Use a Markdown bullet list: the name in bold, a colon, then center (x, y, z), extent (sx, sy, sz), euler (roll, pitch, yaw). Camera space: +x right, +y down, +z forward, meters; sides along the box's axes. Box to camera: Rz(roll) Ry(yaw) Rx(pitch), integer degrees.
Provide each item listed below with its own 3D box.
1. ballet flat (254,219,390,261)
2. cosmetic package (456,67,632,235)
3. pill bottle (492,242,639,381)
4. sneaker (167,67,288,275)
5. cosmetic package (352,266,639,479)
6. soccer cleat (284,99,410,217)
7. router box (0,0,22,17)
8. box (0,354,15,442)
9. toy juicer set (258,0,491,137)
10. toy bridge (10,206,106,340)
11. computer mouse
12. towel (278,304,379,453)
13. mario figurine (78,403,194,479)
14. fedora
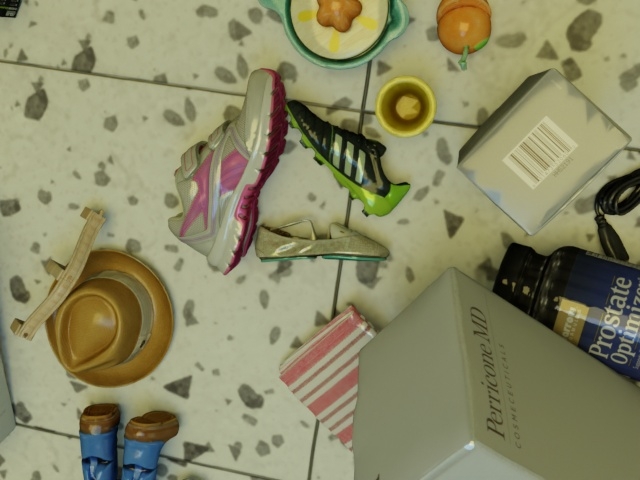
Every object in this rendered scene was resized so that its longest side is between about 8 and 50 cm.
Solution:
- **ballet flat**: center (0.000, 0.000, 0.919), extent (0.168, 0.057, 0.052), euler (-1, 90, 10)
- **cosmetic package**: center (0.215, -0.097, 0.771), extent (0.107, 0.238, 0.127), euler (43, 107, 3)
- **pill bottle**: center (0.305, 0.077, 0.832), extent (0.219, 0.123, 0.122), euler (17, 103, 21)
- **sneaker**: center (-0.116, -0.089, 0.898), extent (0.111, 0.103, 0.252), euler (21, 102, 4)
- **cosmetic package**: center (0.258, 0.247, 0.744), extent (0.453, 0.230, 0.161), euler (31, 122, -17)
- **soccer cleat**: center (0.032, -0.107, 0.896), extent (0.072, 0.060, 0.179), euler (-42, 97, 4)
- **router box**: center (-0.434, -0.306, 0.907), extent (0.092, 0.122, 0.038), euler (28, 108, 5)
- **box**: center (-0.555, 0.131, 0.955), extent (0.215, 0.168, 0.345), euler (1, 110, 10)
- **toy juicer set**: center (0.045, -0.289, 0.842), extent (0.329, 0.089, 0.209), euler (42, 104, 1)
- **toy bridge**: center (-0.325, 0.041, 0.949), extent (0.026, 0.063, 0.188), euler (35, 82, -34)
- **computer mouse**: center (0.429, 0.016, 0.841), extent (0.184, 0.060, 0.262), euler (-29, 93, 13)
- **towel**: center (0.058, 0.190, 0.944), extent (0.197, 0.029, 0.144), euler (46, 115, -3)
- **mario figurine**: center (-0.271, 0.384, 1.020), extent (0.198, 0.170, 0.320), euler (8, 91, 45)
- **fedora**: center (-0.287, 0.110, 0.975), extent (0.195, 0.079, 0.194), euler (2, 101, 11)
